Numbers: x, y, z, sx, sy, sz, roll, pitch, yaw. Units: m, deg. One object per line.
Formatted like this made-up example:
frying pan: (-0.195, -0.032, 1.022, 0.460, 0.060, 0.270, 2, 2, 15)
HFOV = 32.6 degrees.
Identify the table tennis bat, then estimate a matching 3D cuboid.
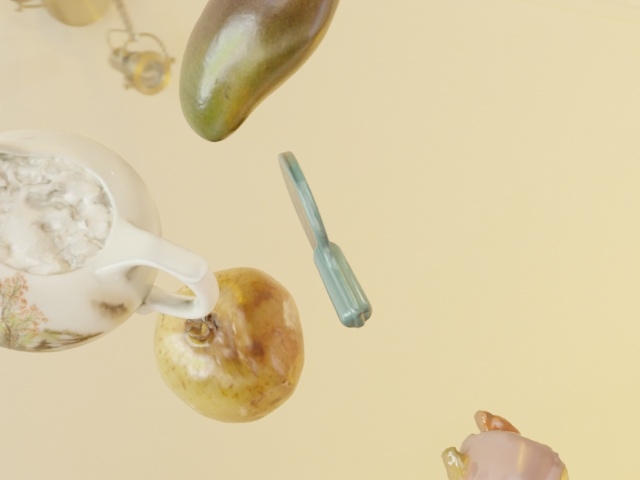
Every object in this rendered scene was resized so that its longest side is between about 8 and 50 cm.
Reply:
table tennis bat: (0.000, 0.000, 1.241, 0.038, 0.237, 0.149, -22, -33, -6)

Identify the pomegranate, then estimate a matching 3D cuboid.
pomegranate: (-0.122, 0.137, 1.495, 0.215, 0.215, 0.215, -12, -71, -37)

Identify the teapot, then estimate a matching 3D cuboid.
teapot: (-0.226, -0.004, 0.932, 0.298, 0.139, 0.204, 21, -122, -3)

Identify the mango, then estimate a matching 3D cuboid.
mango: (-0.061, -0.227, 1.159, 0.267, 0.133, 0.111, -57, -26, -2)

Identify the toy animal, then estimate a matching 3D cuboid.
toy animal: (0.223, 0.370, 1.442, 0.195, 0.169, 0.281, 39, -117, -4)
